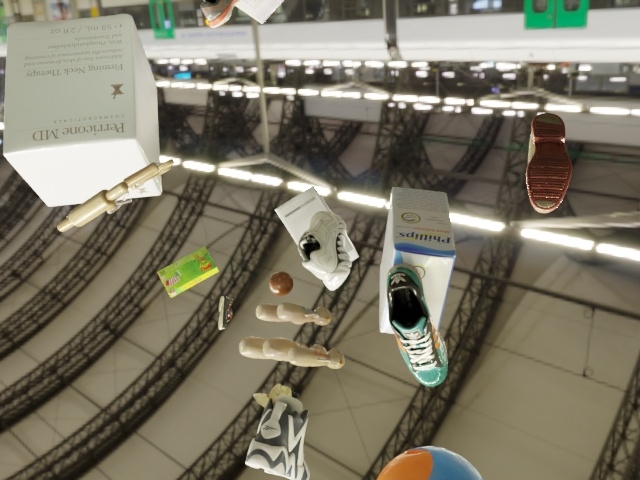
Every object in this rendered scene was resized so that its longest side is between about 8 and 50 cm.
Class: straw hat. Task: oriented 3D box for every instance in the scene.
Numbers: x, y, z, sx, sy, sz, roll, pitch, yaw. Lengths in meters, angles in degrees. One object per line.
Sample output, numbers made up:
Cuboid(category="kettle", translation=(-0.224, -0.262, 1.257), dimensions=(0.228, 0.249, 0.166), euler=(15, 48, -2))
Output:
Cuboid(category="straw hat", translation=(-0.112, 0.430, 1.825), dimensions=(0.144, 0.061, 0.144), euler=(25, 180, 0))

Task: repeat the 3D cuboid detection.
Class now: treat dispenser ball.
Cuboid(category="treat dispenser ball", translation=(0.262, 0.639, 1.565), dimensions=(0.288, 0.288, 0.288), euler=(-4, -160, 1))

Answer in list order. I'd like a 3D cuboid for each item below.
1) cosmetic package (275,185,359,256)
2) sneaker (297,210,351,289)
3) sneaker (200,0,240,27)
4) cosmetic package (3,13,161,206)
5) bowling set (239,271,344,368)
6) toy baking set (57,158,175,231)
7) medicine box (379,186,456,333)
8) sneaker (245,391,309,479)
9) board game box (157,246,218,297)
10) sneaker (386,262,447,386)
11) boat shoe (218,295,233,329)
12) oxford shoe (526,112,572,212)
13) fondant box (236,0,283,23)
Cuboid(category="cosmetic package", translation=(-0.004, -0.018, 1.969), dimensions=(0.138, 0.225, 0.224), euler=(-32, 171, 3))
Cuboid(category="sneaker", translation=(0.000, 0.000, 1.693), dimensions=(0.118, 0.110, 0.292), euler=(28, -156, -22))
Cuboid(category="sneaker", translation=(-0.199, -0.492, 1.317), dimensions=(0.061, 0.065, 0.158), euler=(-18, -138, 27))
Cuboid(category="cosmetic package", translation=(-0.631, -0.344, 1.801), dimensions=(0.329, 0.394, 0.327), euler=(-7, 159, -5))
Cuboid(category="bowling set", translation=(-0.044, 0.176, 1.440), dimensions=(0.154, 0.200, 0.287), euler=(13, 172, -33))
Cuboid(category="toy baking set", translation=(-0.348, -0.068, 1.124), dimensions=(0.256, 0.030, 0.197), euler=(-27, -174, 23))
Cuboid(category="medicine box", translation=(0.238, 0.052, 1.681), dimensions=(0.149, 0.264, 0.289), euler=(5, -144, 1))
Cuboid(category="sneaker", translation=(-0.060, 0.374, 1.268), dimensions=(0.094, 0.235, 0.153), euler=(8, -113, 26))
Cuboid(category="board game box", translation=(-0.448, 0.106, 2.239), dimensions=(0.181, 0.043, 0.092), euler=(-29, -110, -11))
Cuboid(category="sneaker", translation=(0.209, 0.208, 1.487), dimensions=(0.108, 0.302, 0.121), euler=(-17, -168, 17))
Cuboid(category="boat shoe", translation=(-0.277, 0.214, 1.941), dimensions=(0.042, 0.049, 0.133), euler=(16, -150, -14))
Cuboid(category="oxford shoe", translation=(0.668, -0.208, 1.947), dimensions=(0.122, 0.130, 0.348), euler=(9, -121, 14))
Cuboid(category="fondant box", translation=(-0.232, -0.662, 1.558), dimensions=(0.096, 0.238, 0.330), euler=(-42, 176, 15))
